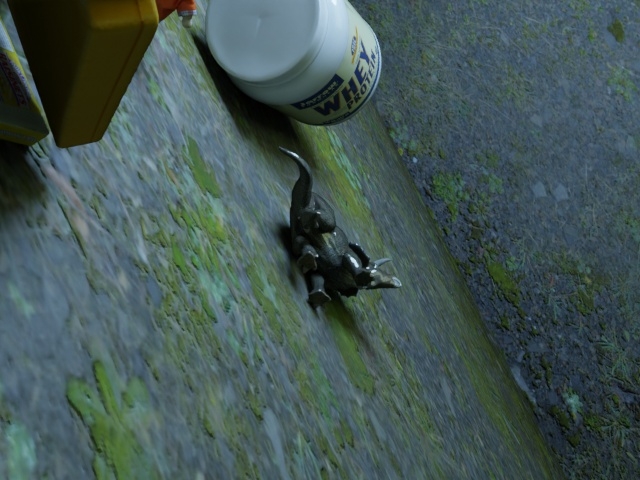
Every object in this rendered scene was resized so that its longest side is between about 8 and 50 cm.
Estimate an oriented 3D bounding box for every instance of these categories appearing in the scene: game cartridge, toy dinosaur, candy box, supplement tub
[{"bbox_3d":[-0.189,-0.247,0.414,0.285,0.052,0.324,-12,-83,64],"label":"game cartridge"},{"bbox_3d":[0.000,0.000,0.969,0.313,0.121,0.160,50,8,-20],"label":"toy dinosaur"},{"bbox_3d":[-0.294,-0.176,0.503,0.206,0.027,0.105,64,13,9],"label":"candy box"},{"bbox_3d":[-0.038,-0.344,1.138,0.235,0.235,0.325,64,18,9],"label":"supplement tub"}]

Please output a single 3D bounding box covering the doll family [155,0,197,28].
[{"bbox_3d":[-0.226,-0.389,0.795,0.263,0.163,0.118,55,18,-18],"label":"doll family"}]
